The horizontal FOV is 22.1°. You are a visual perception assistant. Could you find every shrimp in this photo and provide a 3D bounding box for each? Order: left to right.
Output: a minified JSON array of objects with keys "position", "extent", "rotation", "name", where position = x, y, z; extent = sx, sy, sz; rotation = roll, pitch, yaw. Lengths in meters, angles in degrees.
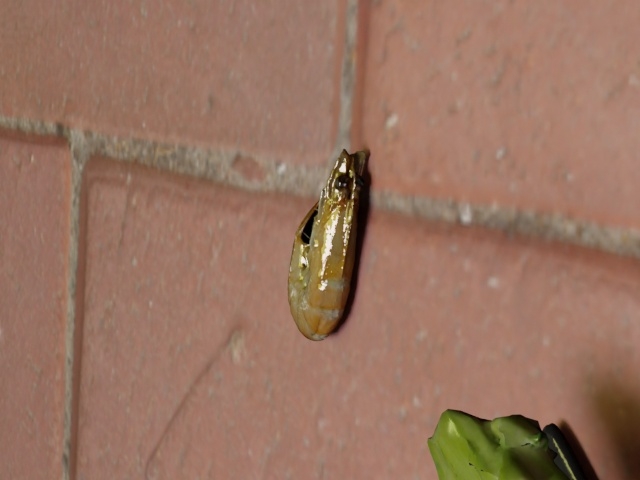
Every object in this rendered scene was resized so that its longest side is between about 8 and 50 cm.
[{"position":[0.000,0.000,0.856],"extent":[0.059,0.023,0.108],"rotation":[-139,55,-59],"name":"shrimp"}]

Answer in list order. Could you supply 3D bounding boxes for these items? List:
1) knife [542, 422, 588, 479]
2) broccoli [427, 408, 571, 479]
[{"position":[0.127,0.152,0.677],"extent":[0.023,0.010,0.170],"rotation":[-53,51,43],"name":"knife"},{"position":[0.089,0.131,0.612],"extent":[0.167,0.154,0.160],"rotation":[-59,37,43],"name":"broccoli"}]
